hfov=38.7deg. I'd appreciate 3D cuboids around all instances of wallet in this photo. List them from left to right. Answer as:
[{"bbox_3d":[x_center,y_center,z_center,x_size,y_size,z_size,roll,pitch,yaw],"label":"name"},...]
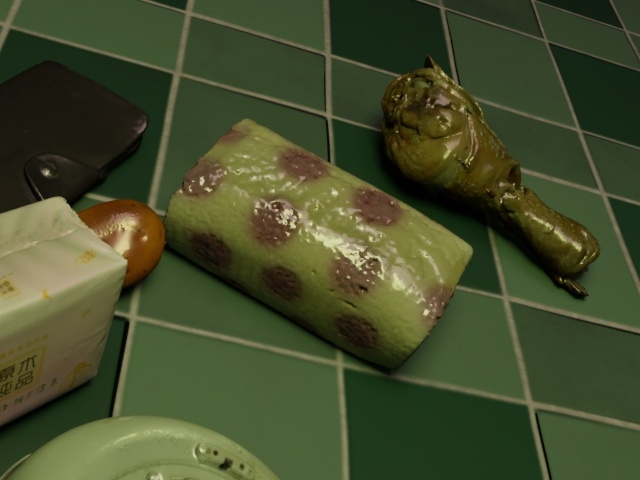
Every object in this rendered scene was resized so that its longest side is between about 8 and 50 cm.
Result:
[{"bbox_3d":[-0.377,-0.098,1.095,0.197,0.051,0.377,31,42,8],"label":"wallet"}]

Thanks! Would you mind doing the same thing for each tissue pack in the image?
[{"bbox_3d":[-0.311,0.086,0.826,0.124,0.185,0.225,41,42,22],"label":"tissue pack"}]

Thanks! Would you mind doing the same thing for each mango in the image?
[{"bbox_3d":[-0.251,0.013,1.021,0.159,0.084,0.105,-17,70,-15],"label":"mango"}]

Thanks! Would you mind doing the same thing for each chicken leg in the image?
[{"bbox_3d":[0.254,-0.088,1.348,0.429,0.152,0.201,43,34,8],"label":"chicken leg"}]

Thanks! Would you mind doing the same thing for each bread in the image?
[{"bbox_3d":[0.000,0.000,1.104,0.338,0.155,0.187,31,44,5],"label":"bread"}]

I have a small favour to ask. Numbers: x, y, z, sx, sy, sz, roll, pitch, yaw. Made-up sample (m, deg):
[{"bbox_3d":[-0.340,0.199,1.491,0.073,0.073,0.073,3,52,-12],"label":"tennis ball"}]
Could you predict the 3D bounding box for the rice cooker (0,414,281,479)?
[{"bbox_3d":[-0.151,0.284,0.626,0.288,0.277,0.288,27,40,-26],"label":"rice cooker"}]
